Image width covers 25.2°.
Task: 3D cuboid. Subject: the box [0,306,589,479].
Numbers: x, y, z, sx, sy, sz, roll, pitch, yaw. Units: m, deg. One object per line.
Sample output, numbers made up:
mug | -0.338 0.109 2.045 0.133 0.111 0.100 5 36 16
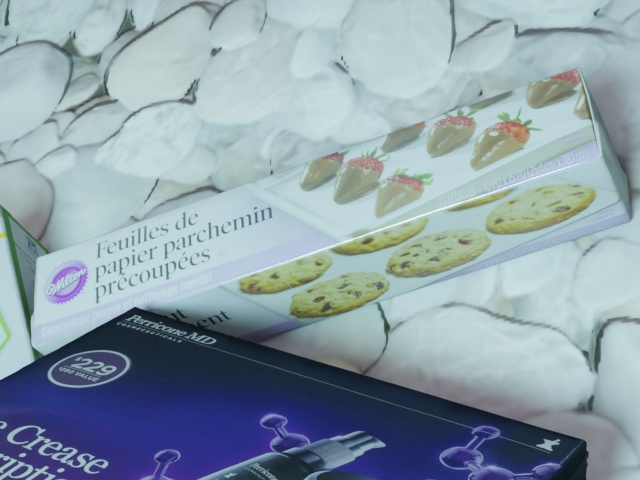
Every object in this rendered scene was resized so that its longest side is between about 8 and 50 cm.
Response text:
box | -0.043 0.131 0.617 0.261 0.103 0.184 13 25 34

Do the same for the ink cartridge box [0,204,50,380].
ink cartridge box | -0.197 0.088 0.811 0.109 0.062 0.209 -29 49 7

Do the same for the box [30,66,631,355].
box | 0.000 0.000 0.765 0.324 0.067 0.063 -18 51 16
